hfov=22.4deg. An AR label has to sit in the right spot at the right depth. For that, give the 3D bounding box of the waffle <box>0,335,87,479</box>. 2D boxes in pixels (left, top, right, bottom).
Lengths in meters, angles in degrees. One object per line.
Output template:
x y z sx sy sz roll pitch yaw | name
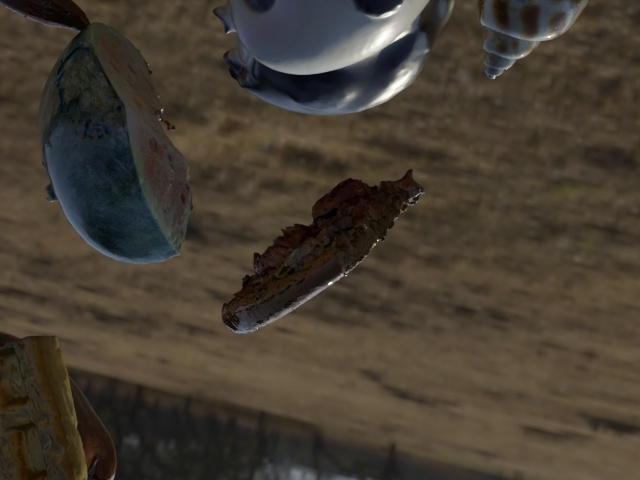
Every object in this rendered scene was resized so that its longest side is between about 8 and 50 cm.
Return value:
-0.346 0.200 1.619 0.274 0.168 0.057 -19 173 33 | waffle

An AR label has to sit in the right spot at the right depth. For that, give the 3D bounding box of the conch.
0.273 -0.353 2.155 0.183 0.275 0.149 8 180 -22 | conch

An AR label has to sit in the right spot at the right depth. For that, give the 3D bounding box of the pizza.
0.000 0.000 1.266 0.053 0.193 0.201 52 142 -3 | pizza

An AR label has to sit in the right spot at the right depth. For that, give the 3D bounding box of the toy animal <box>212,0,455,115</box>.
0.017 -0.264 1.536 0.251 0.251 0.310 15 167 -2 | toy animal

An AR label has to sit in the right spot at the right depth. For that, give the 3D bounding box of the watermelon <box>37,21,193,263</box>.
-0.281 -0.121 1.941 0.188 0.175 0.322 45 -165 -49 | watermelon

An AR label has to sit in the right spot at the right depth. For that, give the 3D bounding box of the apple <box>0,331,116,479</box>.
-0.418 0.270 2.032 0.317 0.288 0.288 32 -177 33 | apple

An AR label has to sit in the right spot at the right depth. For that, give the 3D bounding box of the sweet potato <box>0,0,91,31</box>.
-0.398 -0.323 1.992 0.264 0.057 0.057 29 168 -15 | sweet potato
